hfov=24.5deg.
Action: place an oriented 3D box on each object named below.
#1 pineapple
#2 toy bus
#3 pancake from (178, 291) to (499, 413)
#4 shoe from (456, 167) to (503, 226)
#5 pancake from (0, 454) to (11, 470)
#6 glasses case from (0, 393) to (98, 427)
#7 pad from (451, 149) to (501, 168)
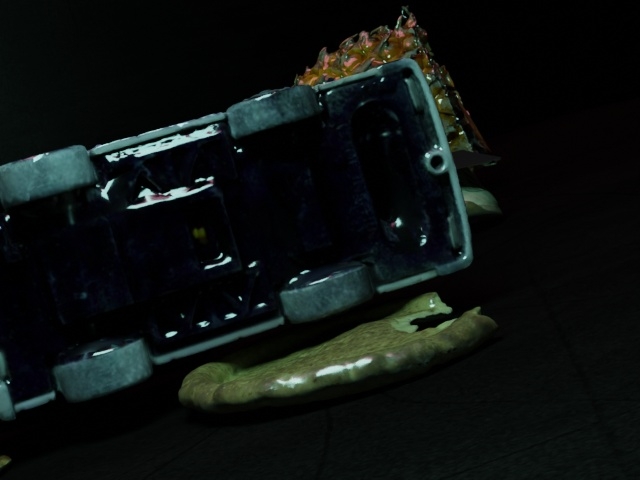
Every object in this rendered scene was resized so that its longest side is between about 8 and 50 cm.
[{"bbox_3d":[0.112,-0.206,2.578,0.300,0.352,0.352,-23,3,11],"label":"pineapple"},{"bbox_3d":[-0.110,-0.007,1.341,0.440,0.209,0.249,-18,4,-13],"label":"toy bus"},{"bbox_3d":[0.018,0.089,1.206,0.286,0.033,0.288,-15,5,34],"label":"pancake"},{"bbox_3d":[0.179,-0.062,2.026,0.103,0.098,0.275,-20,5,-2],"label":"shoe"},{"bbox_3d":[-0.308,0.198,1.203,0.115,0.011,0.115,-16,3,1],"label":"pancake"},{"bbox_3d":[-0.362,0.139,1.459,0.299,0.114,0.060,-16,-28,3],"label":"glasses case"},{"bbox_3d":[0.095,-0.084,1.975,0.265,0.009,0.159,-14,11,-12],"label":"pad"}]
